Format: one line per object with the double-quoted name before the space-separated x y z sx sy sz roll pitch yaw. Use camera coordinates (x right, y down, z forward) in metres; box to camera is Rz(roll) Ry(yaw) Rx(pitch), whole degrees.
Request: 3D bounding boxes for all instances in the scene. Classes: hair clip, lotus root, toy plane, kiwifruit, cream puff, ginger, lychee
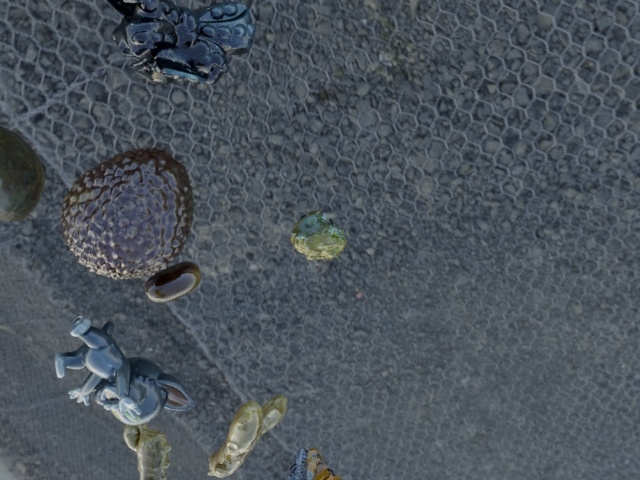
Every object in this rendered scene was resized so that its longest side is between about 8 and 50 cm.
"hair clip" -0.288 -0.421 1.178 0.310 0.194 0.206 11 98 -44
"lotus root" -0.766 -0.155 1.356 0.314 0.142 0.210 8 109 -60
"toy plane" -0.058 0.576 1.108 0.316 0.204 0.103 -50 159 0
"kiwifruit" -0.315 0.089 1.249 0.124 0.075 0.075 -29 129 -21
"cream puff" 0.001 0.001 1.528 0.121 0.156 0.156 -46 121 2
"ginger" -0.438 0.567 1.525 0.115 0.081 0.205 -17 97 -8
"ginger" -0.259 0.650 1.866 0.122 0.363 0.348 37 89 7
"lychee" -0.348 -0.051 1.080 0.236 0.236 0.271 32 115 -26

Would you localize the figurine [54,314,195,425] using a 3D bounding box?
"figurine" -0.383 0.242 1.072 0.193 0.140 0.265 -15 109 26
